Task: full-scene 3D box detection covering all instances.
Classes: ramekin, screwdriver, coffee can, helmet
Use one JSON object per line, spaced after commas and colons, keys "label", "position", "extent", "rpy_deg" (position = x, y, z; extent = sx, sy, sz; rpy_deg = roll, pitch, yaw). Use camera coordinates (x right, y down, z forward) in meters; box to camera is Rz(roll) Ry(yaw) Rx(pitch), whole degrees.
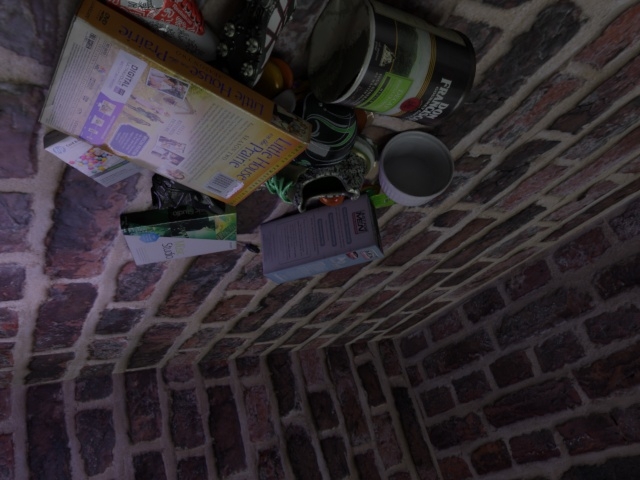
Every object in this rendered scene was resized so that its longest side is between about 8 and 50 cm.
{"label": "ramekin", "position": [0.261, -0.195, 1.379], "extent": [0.207, 0.207, 0.109], "rpy_deg": [-12, 164, -10]}
{"label": "screwdriver", "position": [-0.268, 0.014, 1.681], "extent": [0.025, 0.024, 0.170], "rpy_deg": [3, 165, 32]}
{"label": "coffee can", "position": [0.141, -0.352, 0.973], "extent": [0.275, 0.201, 0.201], "rpy_deg": [2, 149, -33]}
{"label": "helmet", "position": [0.000, -0.237, 1.049], "extent": [0.161, 0.169, 0.169], "rpy_deg": [10, 144, -32]}

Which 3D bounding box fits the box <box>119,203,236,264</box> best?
{"label": "box", "position": [-0.415, -0.021, 1.473], "extent": [0.322, 0.058, 0.232], "rpy_deg": [-11, 154, -14]}

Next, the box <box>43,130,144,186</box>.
{"label": "box", "position": [-0.486, -0.200, 1.087], "extent": [0.145, 0.038, 0.186], "rpy_deg": [-22, 153, 10]}

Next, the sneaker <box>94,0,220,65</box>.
{"label": "sneaker", "position": [-0.236, -0.392, 0.786], "extent": [0.145, 0.090, 0.270], "rpy_deg": [-31, 149, 33]}

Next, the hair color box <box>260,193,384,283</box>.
{"label": "hair color box", "position": [0.000, 0.000, 1.561], "extent": [0.374, 0.185, 0.113], "rpy_deg": [-16, 153, 18]}

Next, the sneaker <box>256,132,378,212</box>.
{"label": "sneaker", "position": [-0.069, -0.154, 1.187], "extent": [0.410, 0.182, 0.158], "rpy_deg": [-5, 142, 21]}

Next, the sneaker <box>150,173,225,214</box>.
{"label": "sneaker", "position": [-0.355, -0.120, 1.280], "extent": [0.130, 0.087, 0.227], "rpy_deg": [-25, 151, 20]}

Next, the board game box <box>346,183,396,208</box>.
{"label": "board game box", "position": [0.179, -0.144, 1.608], "extent": [0.181, 0.043, 0.092], "rpy_deg": [-13, 154, -8]}

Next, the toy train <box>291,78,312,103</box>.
{"label": "toy train", "position": [-0.041, -0.315, 1.110], "extent": [0.166, 0.046, 0.125], "rpy_deg": [-1, 144, -25]}

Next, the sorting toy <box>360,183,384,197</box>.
{"label": "sorting toy", "position": [0.256, -0.211, 1.515], "extent": [0.274, 0.046, 0.132], "rpy_deg": [-13, 155, -7]}

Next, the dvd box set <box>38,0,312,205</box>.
{"label": "dvd box set", "position": [-0.271, -0.221, 0.913], "extent": [0.420, 0.062, 0.307], "rpy_deg": [23, 148, -29]}

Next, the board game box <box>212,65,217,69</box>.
{"label": "board game box", "position": [-0.320, -0.316, 0.941], "extent": [0.193, 0.045, 0.147], "rpy_deg": [3, 149, -35]}

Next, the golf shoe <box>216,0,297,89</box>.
{"label": "golf shoe", "position": [-0.096, -0.373, 0.842], "extent": [0.120, 0.105, 0.273], "rpy_deg": [-28, 154, -46]}

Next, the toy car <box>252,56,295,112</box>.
{"label": "toy car", "position": [-0.130, -0.303, 1.007], "extent": [0.182, 0.159, 0.136], "rpy_deg": [-36, -175, 34]}

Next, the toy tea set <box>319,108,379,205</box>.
{"label": "toy tea set", "position": [0.049, -0.234, 1.310], "extent": [0.200, 0.124, 0.336], "rpy_deg": [31, 138, -20]}
